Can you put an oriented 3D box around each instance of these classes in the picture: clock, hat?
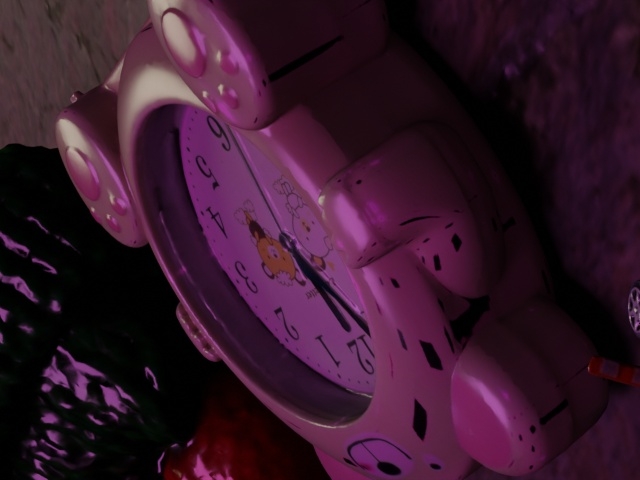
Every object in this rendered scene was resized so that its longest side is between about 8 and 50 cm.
[{"bbox_3d":[0.000,0.000,0.856,0.309,0.114,0.284,55,151,1],"label":"clock"},{"bbox_3d":[-0.147,0.109,1.102,0.332,0.242,0.274,35,160,13],"label":"hat"}]

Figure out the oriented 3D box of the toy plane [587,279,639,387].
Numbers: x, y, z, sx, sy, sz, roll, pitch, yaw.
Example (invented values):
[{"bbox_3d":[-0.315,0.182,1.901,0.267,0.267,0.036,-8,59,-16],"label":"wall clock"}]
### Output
[{"bbox_3d":[0.156,0.014,0.635,0.077,0.126,0.194,-116,4,-68],"label":"toy plane"}]
